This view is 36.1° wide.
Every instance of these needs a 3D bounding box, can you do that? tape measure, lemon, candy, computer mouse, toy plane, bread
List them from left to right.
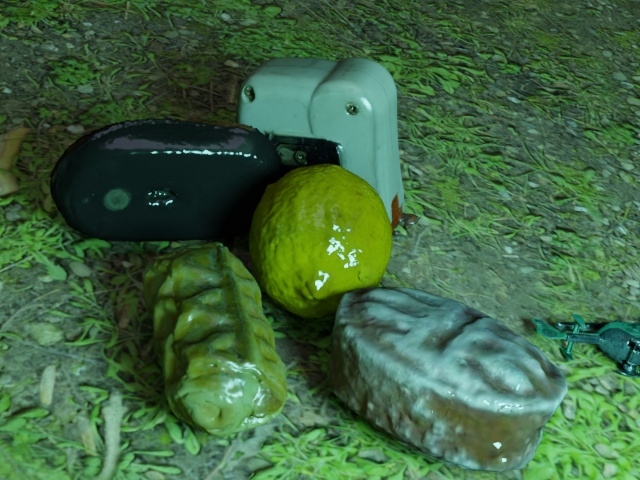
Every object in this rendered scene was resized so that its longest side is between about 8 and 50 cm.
[{"bbox_3d":[-0.209,-0.087,1.369,0.323,0.183,0.116,0,39,-17],"label":"computer mouse"},{"bbox_3d":[-0.127,0.119,1.182,0.152,0.130,0.267,5,38,-24],"label":"bread"},{"bbox_3d":[0.000,0.000,1.312,0.192,0.192,0.231,8,40,-6],"label":"lemon"},{"bbox_3d":[0.004,-0.132,1.435,0.265,0.258,0.130,6,36,20],"label":"tape measure"},{"bbox_3d":[0.143,0.162,1.179,0.290,0.157,0.214,25,25,26],"label":"candy"},{"bbox_3d":[0.410,0.137,1.361,0.235,0.060,0.096,5,31,-14],"label":"toy plane"}]
